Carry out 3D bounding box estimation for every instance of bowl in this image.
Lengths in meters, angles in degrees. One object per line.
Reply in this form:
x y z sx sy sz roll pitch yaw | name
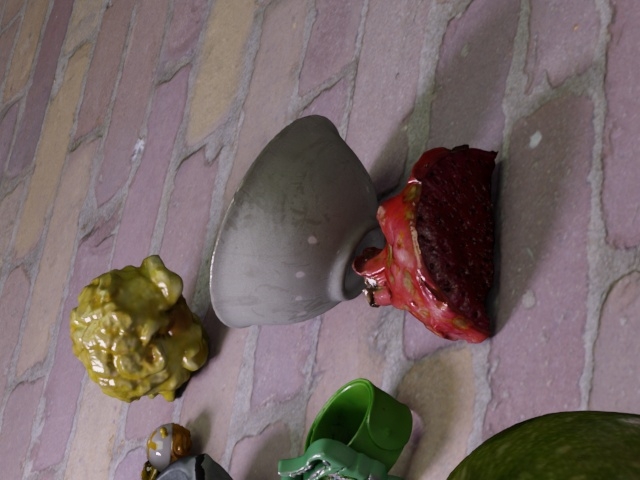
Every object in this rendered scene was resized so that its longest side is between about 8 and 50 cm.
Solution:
0.000 0.000 1.997 0.146 0.313 0.313 24 88 22 | bowl

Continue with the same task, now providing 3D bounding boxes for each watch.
0.028 0.252 1.840 0.165 0.131 0.152 -37 29 42 | watch

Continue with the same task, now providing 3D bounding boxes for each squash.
0.216 0.270 1.315 0.310 0.309 0.310 -40 37 40 | squash

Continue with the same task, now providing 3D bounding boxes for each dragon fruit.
0.117 0.018 1.861 0.211 0.134 0.262 -44 35 49 | dragon fruit

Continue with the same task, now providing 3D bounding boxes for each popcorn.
-0.277 0.146 2.333 0.217 0.235 0.181 -45 18 -1 | popcorn

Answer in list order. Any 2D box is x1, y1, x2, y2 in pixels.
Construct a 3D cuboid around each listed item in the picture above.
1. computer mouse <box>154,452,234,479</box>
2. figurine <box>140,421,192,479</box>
-0.145 0.459 1.968 0.203 0.114 0.374 -37 47 36 | computer mouse
-0.241 0.330 2.279 0.143 0.068 0.101 142 138 -61 | figurine
